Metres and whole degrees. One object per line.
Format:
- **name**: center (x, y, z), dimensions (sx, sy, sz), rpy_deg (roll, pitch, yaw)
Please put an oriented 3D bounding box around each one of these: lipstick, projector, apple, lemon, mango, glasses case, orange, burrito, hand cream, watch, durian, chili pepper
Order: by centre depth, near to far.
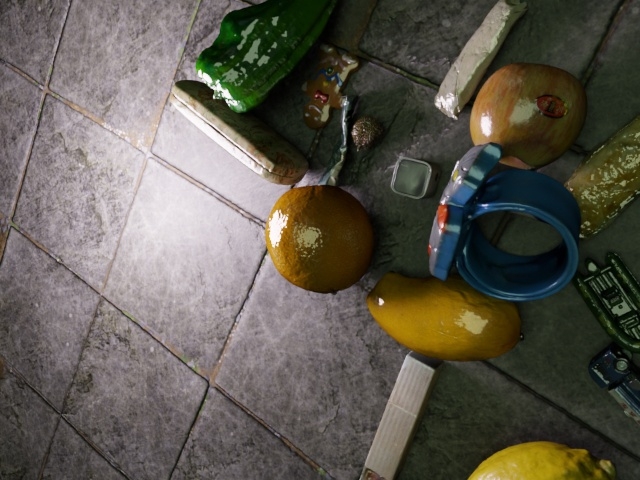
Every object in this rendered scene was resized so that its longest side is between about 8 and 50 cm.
- **apple**: center (0.400, -0.239, 1.078), dimensions (0.211, 0.211, 0.187), rpy_deg (20, 96, 25)
- **watch**: center (0.369, -0.043, 1.080), dimensions (0.275, 0.241, 0.305), rpy_deg (20, 136, 13)
- **lemon**: center (0.423, 0.545, 1.111), dimensions (0.285, 0.285, 0.316), rpy_deg (28, 75, 23)
- **burrito**: center (0.338, -0.389, 1.179), dimensions (0.082, 0.059, 0.275), rpy_deg (46, 114, 32)
- **mango**: center (0.262, 0.166, 1.227), dimensions (0.359, 0.144, 0.187), rpy_deg (2, 84, 33)
- **projector**: center (0.216, -0.140, 1.251), dimensions (0.083, 0.082, 0.083), rpy_deg (20, 103, 25)
- **orange**: center (0.000, 0.000, 1.296), dimensions (0.264, 0.264, 0.264), rpy_deg (3, 96, 27)
- **durian**: center (0.106, -0.249, 1.300), dimensions (0.080, 0.080, 0.091), rpy_deg (21, 82, 24)
- **chili pepper**: center (-0.132, -0.485, 1.313), dimensions (0.385, 0.167, 0.213), rpy_deg (-46, 63, 3)
- **lipstick**: center (0.187, 0.441, 1.325), dimensions (0.080, 0.076, 0.371), rpy_deg (25, 106, 25)
- **hand cream**: center (0.040, -0.228, 1.340), dimensions (0.052, 0.075, 0.247), rpy_deg (12, 108, -3)
- **glasses case**: center (-0.209, -0.280, 1.418), dimensions (0.425, 0.156, 0.098), rpy_deg (39, 119, 19)

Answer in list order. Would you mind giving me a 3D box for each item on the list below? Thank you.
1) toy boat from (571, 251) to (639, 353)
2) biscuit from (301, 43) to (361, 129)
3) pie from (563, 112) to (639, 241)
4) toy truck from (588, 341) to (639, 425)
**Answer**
- **toy boat**: center (0.588, 0.125, 1.100), dimensions (0.104, 0.052, 0.210), rpy_deg (-34, 78, 23)
- **biscuit**: center (0.015, -0.369, 1.366), dimensions (0.138, 0.031, 0.205), rpy_deg (32, 110, 21)
- **pie**: center (0.564, -0.121, 1.083), dimensions (0.128, 0.068, 0.282), rpy_deg (46, 117, 17)
- **toy truck**: center (0.622, 0.300, 1.093), dimensions (0.201, 0.074, 0.088), rpy_deg (49, 123, 15)
